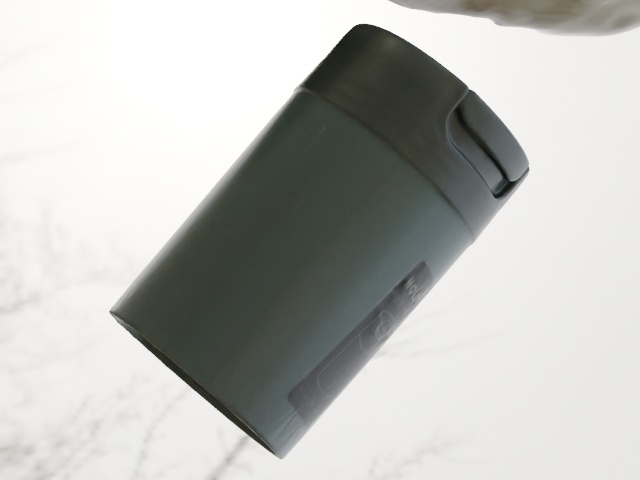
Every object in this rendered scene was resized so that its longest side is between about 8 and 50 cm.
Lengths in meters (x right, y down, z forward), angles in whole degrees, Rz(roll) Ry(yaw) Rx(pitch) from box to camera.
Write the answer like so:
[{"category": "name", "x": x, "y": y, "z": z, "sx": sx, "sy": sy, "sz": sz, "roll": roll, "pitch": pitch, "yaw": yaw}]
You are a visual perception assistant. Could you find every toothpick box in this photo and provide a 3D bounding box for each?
[{"category": "toothpick box", "x": 0.000, "y": 0.000, "z": 0.425, "sx": 0.052, "sy": 0.083, "sz": 0.052, "roll": 40, "pitch": -8, "yaw": 6}]

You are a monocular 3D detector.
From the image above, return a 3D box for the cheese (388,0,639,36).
[{"category": "cheese", "x": 0.093, "y": -0.200, "z": 0.533, "sx": 0.384, "sy": 0.384, "sz": 0.104, "roll": -47, "pitch": -126, "yaw": 49}]
